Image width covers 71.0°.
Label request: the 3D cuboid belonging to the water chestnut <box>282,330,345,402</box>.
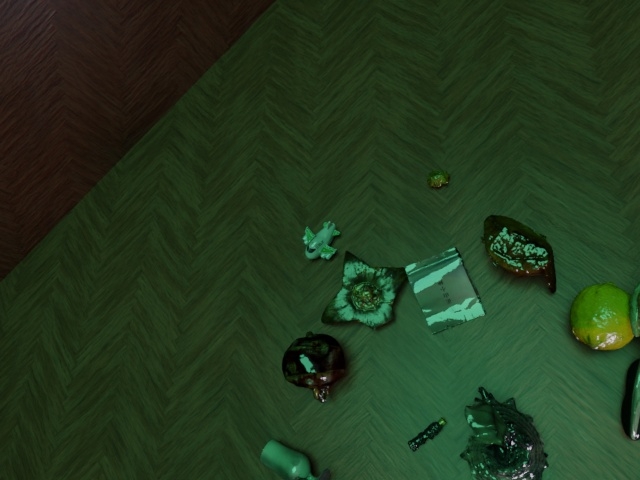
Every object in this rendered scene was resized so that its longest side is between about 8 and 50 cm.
[{"bbox_3d":[-0.024,0.440,1.555,0.223,0.223,0.239,-6,83,20],"label":"water chestnut"}]

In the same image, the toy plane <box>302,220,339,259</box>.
[{"bbox_3d":[0.001,0.001,1.796,0.173,0.080,0.174,-8,69,21],"label":"toy plane"}]

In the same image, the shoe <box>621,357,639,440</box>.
[{"bbox_3d":[0.910,0.444,1.239,0.112,0.099,0.228,13,74,18],"label":"shoe"}]

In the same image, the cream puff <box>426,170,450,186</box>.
[{"bbox_3d":[0.451,-0.241,1.717,0.083,0.058,0.083,21,77,29],"label":"cream puff"}]

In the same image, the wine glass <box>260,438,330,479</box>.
[{"bbox_3d":[-0.090,0.767,1.515,0.230,0.103,0.103,15,76,30],"label":"wine glass"}]

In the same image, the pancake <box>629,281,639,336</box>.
[{"bbox_3d":[0.943,0.219,1.257,0.037,0.253,0.254,-18,56,59],"label":"pancake"}]

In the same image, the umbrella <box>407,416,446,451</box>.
[{"bbox_3d":[0.341,0.619,1.432,0.144,0.037,0.040,-41,47,6],"label":"umbrella"}]

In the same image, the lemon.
[{"bbox_3d":[0.827,0.222,1.315,0.180,0.180,0.194,-10,71,19],"label":"lemon"}]

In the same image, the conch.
[{"bbox_3d":[0.521,0.594,1.307,0.240,0.186,0.314,-16,83,23],"label":"conch"}]

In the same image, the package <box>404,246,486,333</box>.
[{"bbox_3d":[0.433,0.172,1.567,0.203,0.062,0.251,-23,76,12],"label":"package"}]

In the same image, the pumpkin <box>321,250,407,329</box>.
[{"bbox_3d":[0.159,0.203,1.641,0.258,0.095,0.291,17,86,15],"label":"pumpkin"}]

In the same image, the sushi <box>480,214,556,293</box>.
[{"bbox_3d":[0.660,0.031,1.480,0.296,0.179,0.167,31,100,32],"label":"sushi"}]
